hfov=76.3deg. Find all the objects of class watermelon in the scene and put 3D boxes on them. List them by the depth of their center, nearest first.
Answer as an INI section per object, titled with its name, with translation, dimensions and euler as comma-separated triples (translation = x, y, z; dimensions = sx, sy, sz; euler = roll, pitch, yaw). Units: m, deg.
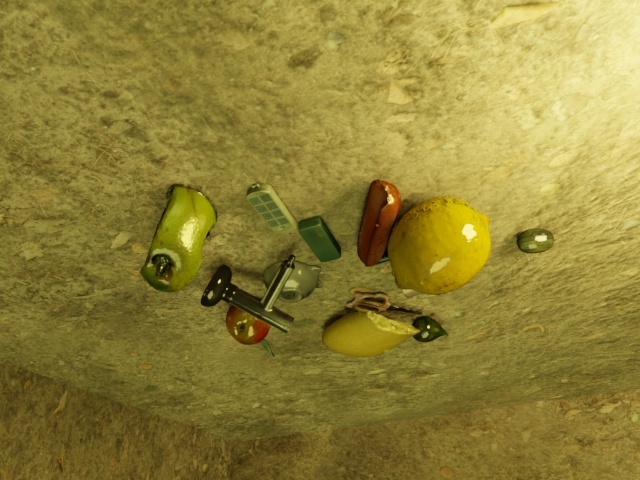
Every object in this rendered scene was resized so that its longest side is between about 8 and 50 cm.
[watermelon]
translation = 0.661, 0.001, 1.252
dimensions = 0.110, 0.078, 0.078
euler = -7, 141, 9

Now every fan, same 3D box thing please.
[fan]
translation = -0.254, 0.529, 1.984
dimensions = 0.038, 0.016, 0.193
euler = -8, 140, 8

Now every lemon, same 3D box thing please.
[lemon]
translation = 0.321, 0.019, 1.128
dimensions = 0.310, 0.258, 0.258
euler = -44, 126, 16

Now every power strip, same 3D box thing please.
[power strip]
translation = -0.138, -0.082, 1.206
dimensions = 0.080, 0.029, 0.227
euler = -15, 139, 19

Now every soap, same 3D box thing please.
[soap]
translation = 0.192, 0.395, 1.723
dimensions = 0.306, 0.115, 0.427
euler = 21, 141, -24

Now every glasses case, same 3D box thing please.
[glasses case]
translation = 0.000, 0.000, 1.296
dimensions = 0.077, 0.039, 0.184
euler = -14, 139, 19

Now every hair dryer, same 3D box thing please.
[hair dryer]
translation = -0.214, 0.141, 1.402
dimensions = 0.320, 0.156, 0.284
euler = 20, 98, -1

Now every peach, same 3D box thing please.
[peach]
translation = -0.285, 0.321, 1.648
dimensions = 0.190, 0.192, 0.190
euler = 2, 104, 7

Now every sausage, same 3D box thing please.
[sausage]
translation = 0.166, -0.045, 1.193
dimensions = 0.102, 0.102, 0.330
euler = 3, 141, -3

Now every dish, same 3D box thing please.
[dish]
translation = -0.099, 0.172, 1.477
dimensions = 0.227, 0.086, 0.236
euler = 25, 136, -27

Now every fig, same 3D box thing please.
[fig]
translation = 0.462, 0.373, 1.707
dimensions = 0.177, 0.117, 0.117
euler = 9, 143, -31

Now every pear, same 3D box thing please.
[pear]
translation = -0.399, 0.011, 1.155
dimensions = 0.164, 0.255, 0.238
euler = 21, 133, -21

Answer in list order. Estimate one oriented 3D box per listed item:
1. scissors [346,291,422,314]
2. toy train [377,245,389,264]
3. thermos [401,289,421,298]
[scissors]
translation = 0.267, 0.265, 1.634
dimensions = 0.317, 0.024, 0.160
euler = 13, 138, -14
[toy train]
translation = 0.271, 0.028, 1.312
dimensions = 0.251, 0.055, 0.048
euler = -17, 138, 23
[thermos]
translation = 0.373, 0.117, 1.400
dimensions = 0.193, 0.105, 0.137
euler = -26, 160, 20
